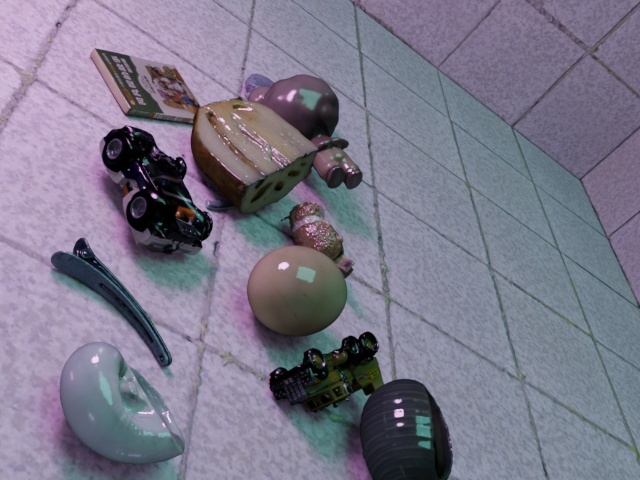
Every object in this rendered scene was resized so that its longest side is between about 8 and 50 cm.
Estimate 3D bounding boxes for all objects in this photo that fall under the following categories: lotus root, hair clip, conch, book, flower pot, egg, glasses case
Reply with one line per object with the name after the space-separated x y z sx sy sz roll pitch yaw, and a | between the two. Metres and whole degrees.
-0.195 -0.203 2.002 0.260 0.149 0.267 39 43 17 | lotus root
-0.348 0.109 1.478 0.275 0.048 0.083 45 24 -1 | hair clip
-0.298 0.251 1.269 0.221 0.121 0.185 51 24 -3 | conch
-0.412 -0.371 2.061 0.264 0.027 0.202 -1 52 -54 | book
0.164 0.386 1.643 0.243 0.157 0.189 -95 160 -48 | flower pot
-0.044 0.105 1.738 0.241 0.186 0.186 17 38 -50 | egg
-0.100 -0.381 2.450 0.282 0.067 0.109 39 31 -14 | glasses case

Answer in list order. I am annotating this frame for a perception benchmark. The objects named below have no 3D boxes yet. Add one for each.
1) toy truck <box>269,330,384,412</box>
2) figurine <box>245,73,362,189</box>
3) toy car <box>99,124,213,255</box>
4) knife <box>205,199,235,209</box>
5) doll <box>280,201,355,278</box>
0.019 0.271 1.674 0.257 0.127 0.127 -3 67 -54 | toy truck
-0.029 -0.295 2.268 0.248 0.203 0.381 -21 64 -25 | figurine
-0.337 -0.103 1.704 0.193 0.118 0.301 16 37 -56 | toy car
-0.197 -0.088 1.977 0.028 0.015 0.210 48 27 20 | knife
-0.001 0.006 2.015 0.115 0.105 0.221 -28 72 -23 | doll
